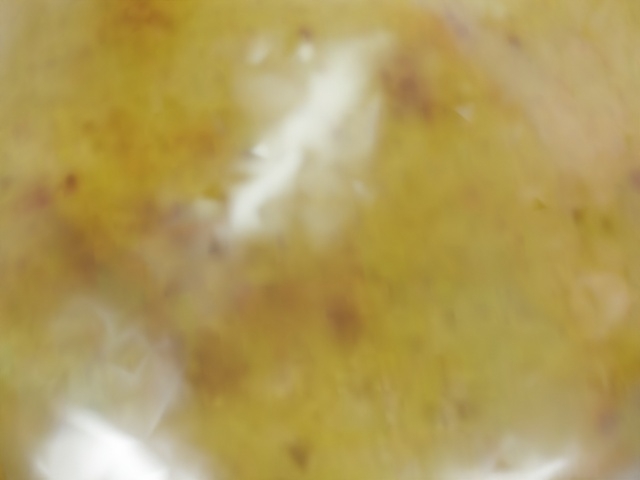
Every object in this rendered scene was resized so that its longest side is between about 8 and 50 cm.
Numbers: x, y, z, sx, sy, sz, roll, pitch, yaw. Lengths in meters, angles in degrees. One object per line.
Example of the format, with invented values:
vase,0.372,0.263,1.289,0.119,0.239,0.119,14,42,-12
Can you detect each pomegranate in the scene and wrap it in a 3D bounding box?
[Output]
pomegranate,-0.016,0.005,0.470,0.307,0.307,0.307,7,115,14
